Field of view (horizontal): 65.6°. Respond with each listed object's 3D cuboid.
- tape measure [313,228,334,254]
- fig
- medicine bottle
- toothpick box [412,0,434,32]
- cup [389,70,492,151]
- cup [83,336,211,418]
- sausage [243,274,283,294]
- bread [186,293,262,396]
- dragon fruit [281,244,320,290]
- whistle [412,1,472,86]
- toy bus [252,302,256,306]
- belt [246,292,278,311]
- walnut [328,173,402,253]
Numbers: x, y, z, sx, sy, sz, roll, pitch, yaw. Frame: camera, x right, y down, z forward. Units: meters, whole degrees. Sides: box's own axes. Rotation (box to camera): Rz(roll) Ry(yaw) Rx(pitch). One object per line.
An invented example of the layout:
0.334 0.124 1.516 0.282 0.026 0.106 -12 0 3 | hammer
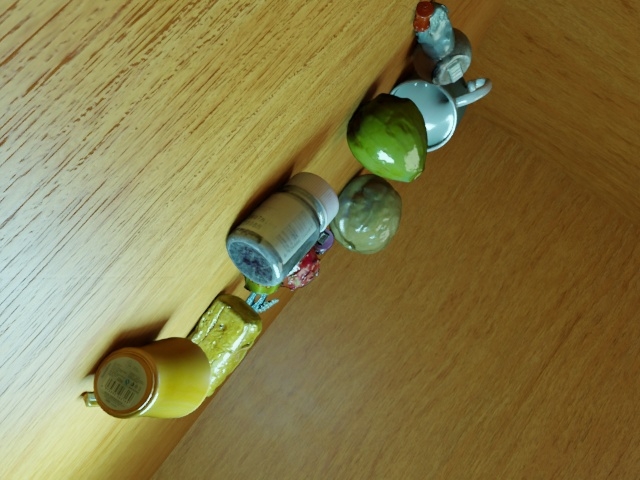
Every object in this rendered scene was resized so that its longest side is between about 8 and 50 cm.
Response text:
0.000 0.000 2.309 0.125 0.118 0.074 -56 176 -8 | tape measure
0.211 -0.295 1.471 0.239 0.271 0.239 -37 -172 6 | fig
-0.086 -0.033 1.204 0.273 0.165 0.165 -49 173 -36 | medicine bottle
0.268 -0.584 1.296 0.047 0.047 0.083 -53 173 0 | toothpick box
0.437 -0.506 1.781 0.357 0.259 0.274 -12 -154 35 | cup
-0.373 0.301 1.052 0.226 0.182 0.264 -22 166 1 | cup
-0.143 0.053 1.440 0.317 0.125 0.117 118 -30 -59 | sausage
-0.307 0.313 1.474 0.294 0.167 0.132 -54 174 7 | bread
-0.095 0.096 2.081 0.261 0.163 0.189 -50 146 -27 | dragon fruit
0.354 -0.604 1.514 0.189 0.189 0.348 -53 152 3 | whistle
-0.302 0.307 2.076 0.061 0.051 0.153 -68 170 14 | toy bus
-0.260 0.272 1.970 0.179 0.100 0.065 -51 171 4 | belt
0.214 -0.118 2.364 0.383 0.384 0.383 -52 174 -8 | walnut
